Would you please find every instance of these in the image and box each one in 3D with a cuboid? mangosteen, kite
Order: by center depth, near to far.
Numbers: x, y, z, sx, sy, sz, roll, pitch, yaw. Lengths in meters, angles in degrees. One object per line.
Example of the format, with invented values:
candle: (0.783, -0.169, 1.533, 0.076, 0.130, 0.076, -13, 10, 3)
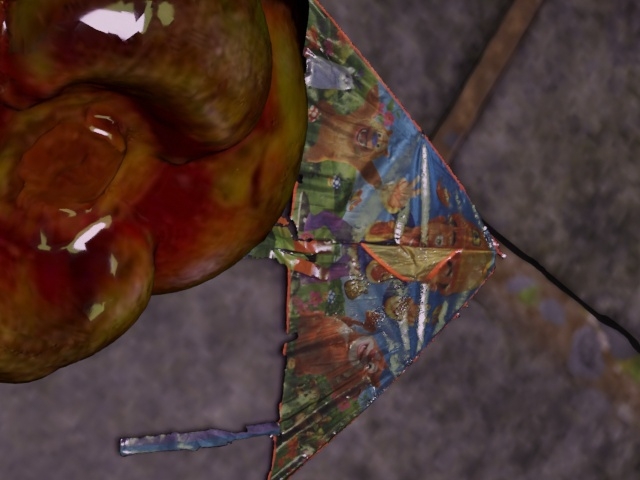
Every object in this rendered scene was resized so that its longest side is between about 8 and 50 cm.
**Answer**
mangosteen: (-0.092, -0.065, 0.448, 0.209, 0.210, 0.210, 1, 88, -26)
kite: (0.000, 0.000, 0.596, 0.160, 0.010, 0.183, 4, 90, -29)
